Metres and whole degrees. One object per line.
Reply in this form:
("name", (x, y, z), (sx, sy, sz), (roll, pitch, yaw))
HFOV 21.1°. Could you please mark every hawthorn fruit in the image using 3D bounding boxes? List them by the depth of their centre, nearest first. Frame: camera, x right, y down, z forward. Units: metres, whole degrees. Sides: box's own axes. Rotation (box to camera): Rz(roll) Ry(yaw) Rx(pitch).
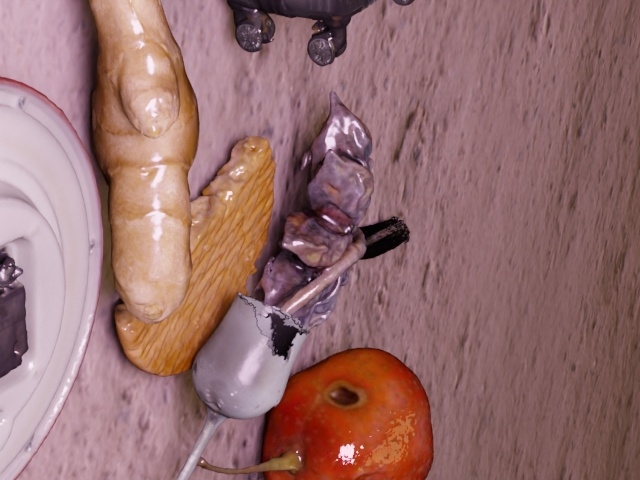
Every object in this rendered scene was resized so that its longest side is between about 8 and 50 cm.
("hawthorn fruit", (-0.013, 0.199, 1.568), (0.285, 0.165, 0.165), (-19, 120, -48))

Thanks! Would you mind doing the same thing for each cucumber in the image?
("cucumber", (0.050, 0.001, 1.705), (0.034, 0.033, 0.135), (-51, 164, 28))

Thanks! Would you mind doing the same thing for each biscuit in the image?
("biscuit", (-0.098, 0.026, 1.421), (0.224, 0.033, 0.144), (-57, 153, -30))

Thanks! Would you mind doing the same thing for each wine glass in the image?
("wine glass", (-0.083, 0.142, 1.409), (0.196, 0.079, 0.079), (-62, 154, 4))

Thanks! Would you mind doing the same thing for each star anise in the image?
("star anise", (-0.001, 0.000, 1.516), (0.230, 0.081, 0.262), (110, 0, -57))

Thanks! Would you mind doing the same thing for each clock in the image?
("clock", (-0.239, 0.050, 1.104), (0.318, 0.080, 0.319), (-38, 135, -52))

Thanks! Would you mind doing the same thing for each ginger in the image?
("ginger", (-0.130, -0.107, 1.210), (0.148, 0.081, 0.334), (-82, 170, -58))

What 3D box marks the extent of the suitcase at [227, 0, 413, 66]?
("suitcase", (0.004, -0.314, 1.342), (0.202, 0.128, 0.312), (-42, 138, -49))
